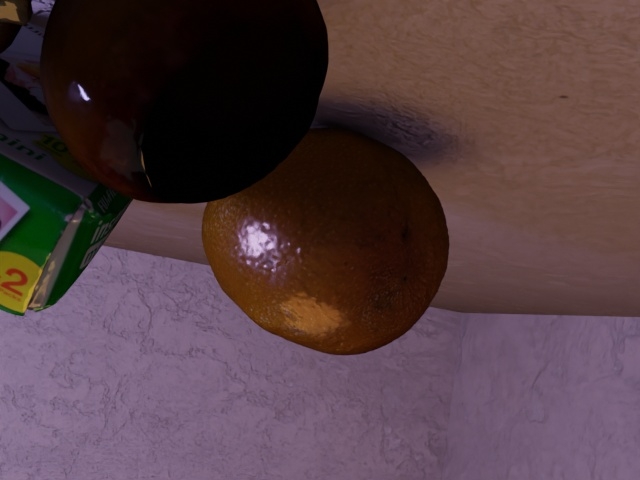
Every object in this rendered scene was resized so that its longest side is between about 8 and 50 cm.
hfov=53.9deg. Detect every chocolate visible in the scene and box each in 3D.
[{"bbox_3d":[-0.085,-0.110,0.373,0.176,0.177,0.177,9,171,1],"label":"chocolate"}]

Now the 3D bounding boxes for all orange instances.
[{"bbox_3d":[0.000,0.000,0.685,0.264,0.264,0.264,9,171,1],"label":"orange"}]

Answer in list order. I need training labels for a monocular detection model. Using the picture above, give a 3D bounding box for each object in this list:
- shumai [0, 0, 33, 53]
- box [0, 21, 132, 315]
[{"bbox_3d":[-0.254,-0.178,0.252,0.222,0.204,0.272,-9,126,42],"label":"shumai"},{"bbox_3d":[-0.217,-0.069,0.454,0.180,0.103,0.250,29,-159,-12],"label":"box"}]
